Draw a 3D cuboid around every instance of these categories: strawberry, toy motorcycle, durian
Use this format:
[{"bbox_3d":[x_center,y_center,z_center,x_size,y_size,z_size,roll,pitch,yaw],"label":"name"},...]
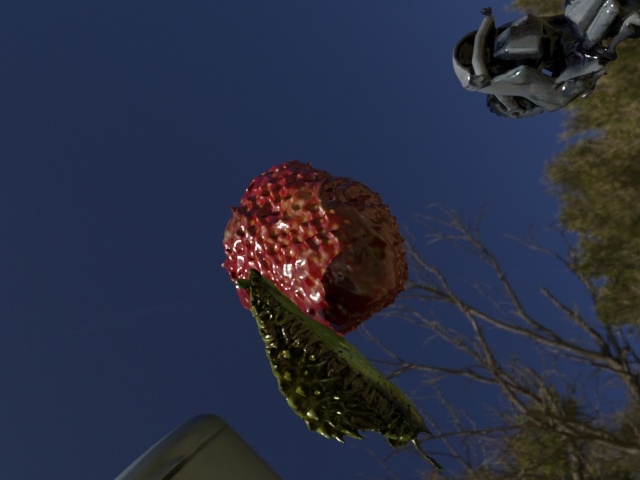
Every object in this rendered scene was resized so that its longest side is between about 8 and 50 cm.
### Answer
[{"bbox_3d":[-0.002,-0.002,1.040,0.292,0.343,0.292,4,-99,-22],"label":"strawberry"},{"bbox_3d":[0.254,-0.222,0.769,0.159,0.270,0.106,17,-113,-15],"label":"toy motorcycle"},{"bbox_3d":[0.014,0.183,0.884,0.107,0.132,0.375,-43,-77,6],"label":"durian"}]

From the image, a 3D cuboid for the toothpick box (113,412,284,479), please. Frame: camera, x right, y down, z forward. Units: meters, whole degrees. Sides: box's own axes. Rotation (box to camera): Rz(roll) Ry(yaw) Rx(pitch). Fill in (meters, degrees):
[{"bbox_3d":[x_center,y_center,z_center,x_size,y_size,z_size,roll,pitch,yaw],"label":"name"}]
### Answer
[{"bbox_3d":[-0.040,0.332,0.541,0.355,0.263,0.263,42,-128,9],"label":"toothpick box"}]
